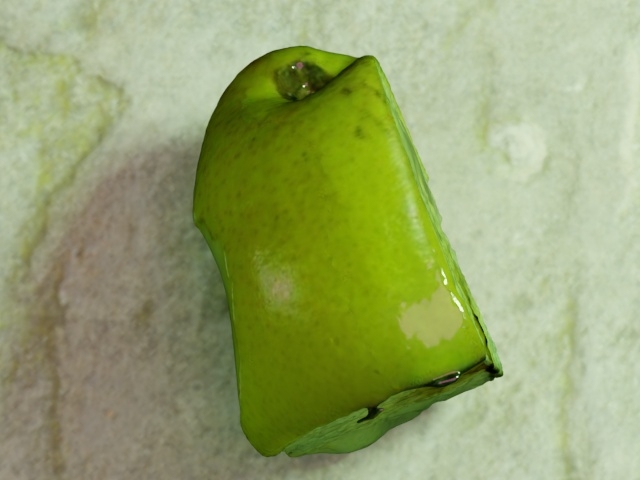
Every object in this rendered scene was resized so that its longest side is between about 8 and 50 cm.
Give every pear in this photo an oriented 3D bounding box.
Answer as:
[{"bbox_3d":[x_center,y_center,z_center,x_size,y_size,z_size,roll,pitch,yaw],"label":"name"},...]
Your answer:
[{"bbox_3d":[0.000,0.000,1.344,0.176,0.286,0.282,-20,81,5],"label":"pear"}]
